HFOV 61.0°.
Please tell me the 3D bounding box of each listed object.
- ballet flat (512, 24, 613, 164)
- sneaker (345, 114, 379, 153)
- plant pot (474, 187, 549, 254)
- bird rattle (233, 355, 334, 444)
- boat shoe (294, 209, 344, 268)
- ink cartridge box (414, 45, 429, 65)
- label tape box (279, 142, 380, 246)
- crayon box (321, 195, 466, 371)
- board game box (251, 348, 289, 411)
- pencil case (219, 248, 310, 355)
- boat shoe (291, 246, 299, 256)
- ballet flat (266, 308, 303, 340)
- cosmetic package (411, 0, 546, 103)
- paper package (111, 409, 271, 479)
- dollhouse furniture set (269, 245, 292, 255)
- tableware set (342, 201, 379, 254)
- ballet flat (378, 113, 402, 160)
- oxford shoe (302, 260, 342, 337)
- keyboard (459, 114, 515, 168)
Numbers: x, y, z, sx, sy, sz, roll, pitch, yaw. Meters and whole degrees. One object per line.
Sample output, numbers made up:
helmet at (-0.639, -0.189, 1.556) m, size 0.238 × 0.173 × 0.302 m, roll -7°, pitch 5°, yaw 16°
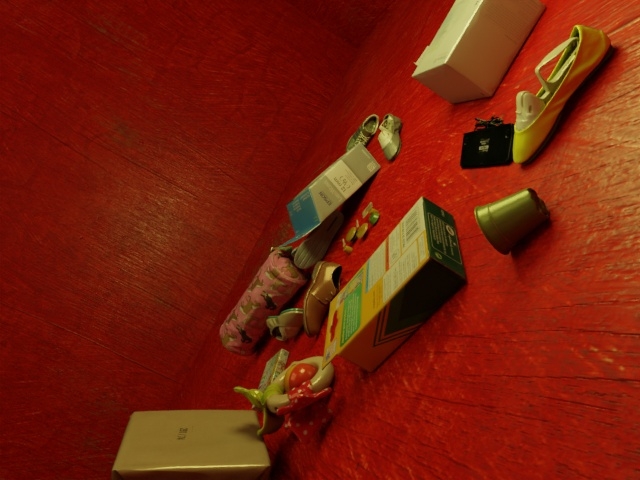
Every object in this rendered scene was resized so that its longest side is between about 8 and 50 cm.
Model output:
ballet flat at (0.362, -0.235, 0.866) m, size 0.231 × 0.077 × 0.077 m, roll -57°, pitch 14°, yaw 16°
sneaker at (0.156, -0.386, 2.001) m, size 0.192 × 0.064 × 0.086 m, roll -59°, pitch 8°, yaw -9°
plant pot at (0.278, -0.034, 0.775) m, size 0.079 × 0.083 × 0.083 m, roll -35°, pitch 25°, yaw 33°
bird rattle at (-0.056, 0.313, 1.149) m, size 0.253 × 0.143 × 0.207 m, roll -30°, pitch 10°, yaw 46°
boat shoe at (0.000, 0.000, 1.769) m, size 0.226 × 0.083 × 0.076 m, roll -48°, pitch 2°, yaw -2°
ink cartridge box at (0.321, -0.467, 1.462) m, size 0.061 × 0.104 × 0.181 m, roll -55°, pitch 14°, yaw 20°
label tape box at (-0.002, -0.138, 1.731) m, size 0.348 × 0.115 × 0.249 m, roll -41°, pitch 6°, yaw -21°
crayon box at (0.128, 0.098, 1.021) m, size 0.323 × 0.083 × 0.203 m, roll -52°, pitch 15°, yaw 31°
board game box at (-0.140, 0.392, 1.525) m, size 0.103 × 0.026 × 0.154 m, roll -49°, pitch 17°, yaw 43°
pencil case at (-0.195, 0.216, 1.829) m, size 0.386 × 0.167 × 0.160 m, roll -54°, pitch 33°, yaw 21°
boat shoe at (-0.113, 0.109, 1.955) m, size 0.183 × 0.065 × 0.083 m, roll -57°, pitch 15°, yaw 16°
ballet flat at (-0.097, 0.252, 1.592) m, size 0.086 × 0.086 × 0.248 m, roll -65°, pitch 12°, yaw -21°
cosmetic package at (0.351, -0.451, 1.250) m, size 0.224 × 0.138 × 0.224 m, roll -61°, pitch 13°, yaw 4°
paper package at (-0.271, 0.491, 1.157) m, size 0.325 × 0.309 × 0.168 m, roll -171°, pitch 84°, yaw -78°
dollhouse furniture set at (-0.140, 0.082, 1.866) m, size 0.151 × 0.076 × 0.058 m, roll 109°, pitch 156°, yaw -54°
tableware set at (0.112, -0.027, 1.497) m, size 0.154 × 0.024 × 0.104 m, roll -54°, pitch 18°, yaw 22°
ballet flat at (0.206, -0.318, 1.661) m, size 0.072 × 0.068 × 0.213 m, roll -50°, pitch 17°, yaw 38°
oxford shoe at (0.008, 0.151, 1.414) m, size 0.076 × 0.076 × 0.212 m, roll 1°, pitch 65°, yaw 31°
keyboard at (0.326, -0.186, 1.030) m, size 0.192 × 0.038 × 0.100 m, roll -154°, pitch 71°, yaw -76°
